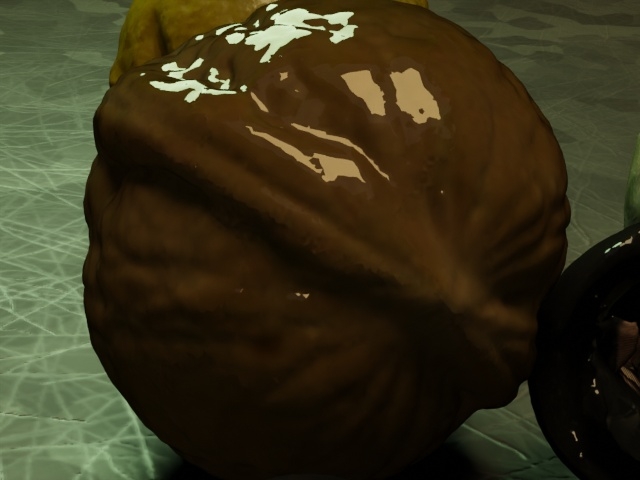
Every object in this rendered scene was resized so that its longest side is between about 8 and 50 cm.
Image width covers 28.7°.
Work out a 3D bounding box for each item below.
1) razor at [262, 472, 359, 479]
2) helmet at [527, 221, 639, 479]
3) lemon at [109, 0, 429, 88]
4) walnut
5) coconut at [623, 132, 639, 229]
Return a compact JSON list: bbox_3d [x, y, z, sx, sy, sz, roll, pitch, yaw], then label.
[{"bbox_3d":[0.067,0.218,0.440,0.204,0.113,0.349,27,9,-25],"label":"razor"},{"bbox_3d":[0.255,0.073,0.783,0.253,0.198,0.154,-11,-1,-2],"label":"helmet"},{"bbox_3d":[-0.036,-0.156,1.152,0.297,0.297,0.297,4,23,-2],"label":"lemon"},{"bbox_3d":[0.000,0.000,0.754,0.333,0.332,0.333,4,23,-2],"label":"walnut"},{"bbox_3d":[0.339,-0.014,0.935,0.247,0.244,0.245,0,23,-16],"label":"coconut"}]
